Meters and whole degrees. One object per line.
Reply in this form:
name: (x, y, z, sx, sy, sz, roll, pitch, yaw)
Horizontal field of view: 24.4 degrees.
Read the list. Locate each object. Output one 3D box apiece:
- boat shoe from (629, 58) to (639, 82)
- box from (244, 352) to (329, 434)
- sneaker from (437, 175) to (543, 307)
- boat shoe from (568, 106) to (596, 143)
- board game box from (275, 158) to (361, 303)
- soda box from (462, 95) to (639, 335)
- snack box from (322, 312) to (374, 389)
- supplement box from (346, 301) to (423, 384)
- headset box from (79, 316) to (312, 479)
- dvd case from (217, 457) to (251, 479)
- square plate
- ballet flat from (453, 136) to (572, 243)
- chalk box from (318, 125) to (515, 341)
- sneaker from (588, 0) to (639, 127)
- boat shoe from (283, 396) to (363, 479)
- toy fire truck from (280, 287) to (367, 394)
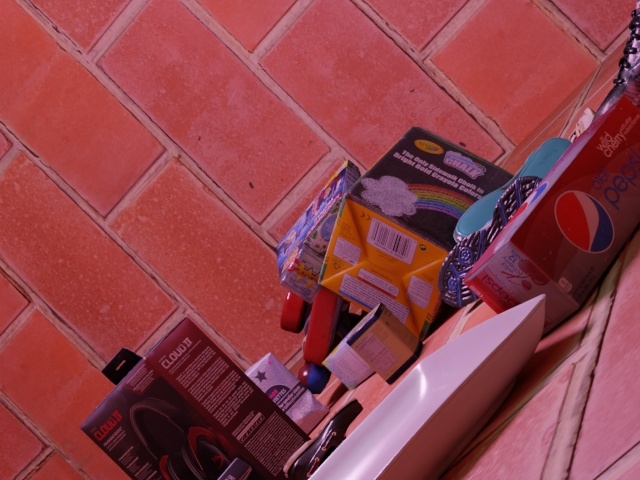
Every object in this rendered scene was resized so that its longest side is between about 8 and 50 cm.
boat shoe: (0.457, -0.238, 1.767, 0.183, 0.083, 0.065, -46, 0, 7)
box: (-0.131, 0.319, 2.364, 0.247, 0.142, 0.163, -46, 0, -21)
sneaker: (0.235, 0.009, 1.897, 0.211, 0.080, 0.081, -47, -26, 22)
boat shoe: (0.380, -0.147, 2.103, 0.059, 0.063, 0.170, -40, 2, 8)
board game box: (0.000, 0.000, 2.216, 0.194, 0.060, 0.194, -51, 13, 24)
soda box: (0.243, -0.024, 1.402, 0.263, 0.092, 0.083, -46, -1, -41)
snack box: (0.110, 0.125, 2.286, 0.174, 0.070, 0.207, -46, -2, -32)
supplement box: (0.087, 0.139, 2.007, 0.056, 0.083, 0.083, -45, 0, 13)
headset box: (-0.176, 0.260, 2.024, 0.218, 0.293, 0.110, -44, 1, 43)
dvd case: (-0.177, 0.409, 1.910, 0.179, 0.029, 0.239, -45, -16, -54)
square plate: (0.046, 0.210, 1.322, 0.344, 0.049, 0.347, -45, 0, -20)
ballet flat: (0.275, -0.042, 2.022, 0.247, 0.083, 0.087, -42, -42, -30)
chalk box: (0.154, -0.029, 2.140, 0.289, 0.180, 0.179, -44, -22, -47)
sneaker: (0.417, -0.233, 1.854, 0.276, 0.135, 0.097, -47, 2, 2)
boat shoe: (0.011, 0.251, 1.840, 0.133, 0.042, 0.049, -46, -20, -26)
toy fire truck: (0.014, 0.121, 2.445, 0.254, 0.169, 0.302, -63, -12, -55)
